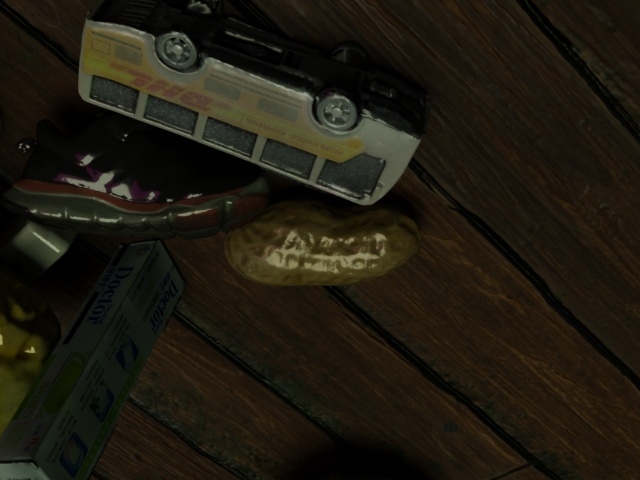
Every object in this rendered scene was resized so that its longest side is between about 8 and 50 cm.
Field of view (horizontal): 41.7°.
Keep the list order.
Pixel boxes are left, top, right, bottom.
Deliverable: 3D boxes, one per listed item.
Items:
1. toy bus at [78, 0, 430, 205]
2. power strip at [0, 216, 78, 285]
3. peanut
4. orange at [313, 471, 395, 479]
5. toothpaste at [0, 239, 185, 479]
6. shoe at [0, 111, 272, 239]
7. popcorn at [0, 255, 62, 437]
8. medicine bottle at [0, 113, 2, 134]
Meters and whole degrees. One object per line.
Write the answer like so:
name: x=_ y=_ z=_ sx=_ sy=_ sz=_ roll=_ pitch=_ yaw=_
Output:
toy bus: x=-0.068 y=-0.147 z=0.842 sx=0.342 sy=0.097 sz=0.138 roll=21 pitch=131 yaw=-5
power strip: x=-0.404 y=0.041 z=1.057 sx=0.338 sy=0.098 sz=0.058 roll=-34 pitch=118 yaw=32
peanut: x=0.000 y=0.000 z=0.945 sx=0.226 sy=0.095 sz=0.108 roll=0 pitch=131 yaw=10
orange: x=0.031 y=0.458 z=1.220 sx=0.300 sy=0.223 sz=0.301 roll=19 pitch=117 yaw=-23
toothpaste: x=-0.249 y=0.137 z=0.948 sx=0.067 sy=0.336 sz=0.081 roll=-8 pitch=127 yaw=22
shoe: x=-0.194 y=-0.075 z=0.909 sx=0.291 sy=0.137 sz=0.114 roll=4 pitch=170 yaw=3
popcorn: x=-0.416 y=0.139 z=0.941 sx=0.252 sy=0.215 sz=0.286 roll=-25 pitch=124 yaw=20
medicine bottle: x=-0.444 y=-0.078 z=0.874 sx=0.144 sy=0.252 sz=0.144 roll=8 pitch=129 yaw=10
